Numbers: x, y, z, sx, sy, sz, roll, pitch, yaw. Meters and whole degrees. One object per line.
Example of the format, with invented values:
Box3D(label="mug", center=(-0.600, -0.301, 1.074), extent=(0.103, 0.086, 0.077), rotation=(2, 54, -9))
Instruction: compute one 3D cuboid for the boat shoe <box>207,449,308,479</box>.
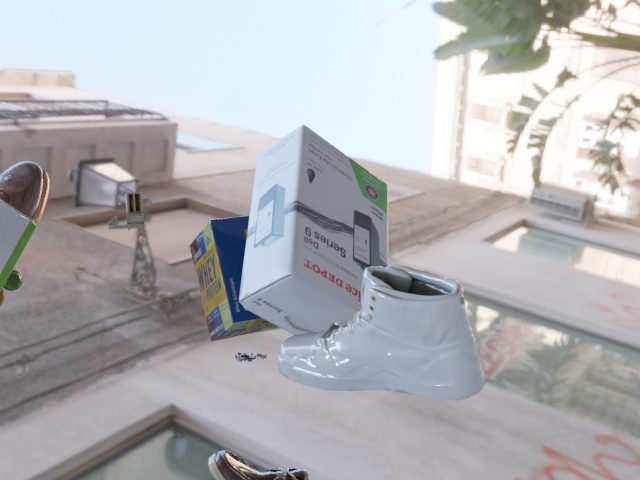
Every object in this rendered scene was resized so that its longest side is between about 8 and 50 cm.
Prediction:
Box3D(label="boat shoe", center=(-0.070, 0.505, 1.499), extent=(0.123, 0.342, 0.123), rotation=(-50, 14, 1))

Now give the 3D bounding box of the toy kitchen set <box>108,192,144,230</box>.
Box3D(label="toy kitchen set", center=(-0.378, -0.061, 1.446), extent=(0.083, 0.068, 0.075), rotation=(143, 122, -73))

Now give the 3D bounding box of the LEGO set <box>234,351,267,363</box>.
Box3D(label="LEGO set", center=(-0.153, 0.251, 1.581), extent=(0.054, 0.083, 0.024), rotation=(10, -102, -32))

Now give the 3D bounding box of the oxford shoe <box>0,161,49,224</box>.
Box3D(label="oxford shoe", center=(-0.650, -0.063, 1.463), extent=(0.364, 0.129, 0.133), rotation=(-73, -12, -48))

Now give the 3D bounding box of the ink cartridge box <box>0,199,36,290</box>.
Box3D(label="ink cartridge box", center=(-0.552, -0.008, 1.023), extent=(0.255, 0.097, 0.189), rotation=(46, -119, -50))

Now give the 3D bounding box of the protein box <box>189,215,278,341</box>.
Box3D(label="protein box", center=(-0.116, 0.065, 1.408), extent=(0.201, 0.136, 0.200), rotation=(-7, -107, -28))

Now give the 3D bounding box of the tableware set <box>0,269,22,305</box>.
Box3D(label="tableware set", center=(-0.590, 0.081, 1.264), extent=(0.154, 0.024, 0.104), rotation=(-43, -69, -32))

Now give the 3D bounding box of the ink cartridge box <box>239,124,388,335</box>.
Box3D(label="ink cartridge box", center=(0.000, 0.000, 1.169), extent=(0.211, 0.121, 0.289), rotation=(31, -135, -34))

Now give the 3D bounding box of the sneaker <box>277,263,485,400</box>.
Box3D(label="sneaker", center=(0.060, 0.105, 0.967), extent=(0.108, 0.292, 0.169), rotation=(-44, -54, -53))
